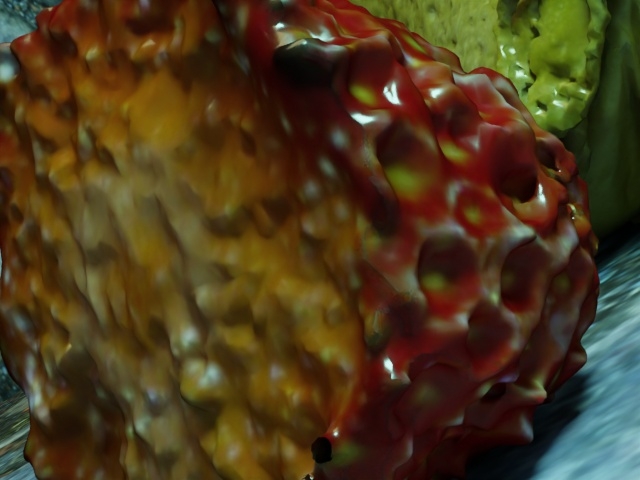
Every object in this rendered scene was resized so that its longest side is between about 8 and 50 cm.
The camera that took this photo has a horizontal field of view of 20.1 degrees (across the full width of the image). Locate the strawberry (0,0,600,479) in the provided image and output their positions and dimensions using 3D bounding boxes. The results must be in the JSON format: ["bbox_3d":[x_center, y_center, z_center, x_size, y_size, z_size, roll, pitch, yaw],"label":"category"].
[{"bbox_3d":[0.000,0.000,0.606,0.178,0.234,0.234,-8,-12,-40],"label":"strawberry"}]

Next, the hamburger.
[{"bbox_3d":[0.106,-0.137,0.871,0.158,0.319,0.318,5,-6,-15],"label":"hamburger"}]
